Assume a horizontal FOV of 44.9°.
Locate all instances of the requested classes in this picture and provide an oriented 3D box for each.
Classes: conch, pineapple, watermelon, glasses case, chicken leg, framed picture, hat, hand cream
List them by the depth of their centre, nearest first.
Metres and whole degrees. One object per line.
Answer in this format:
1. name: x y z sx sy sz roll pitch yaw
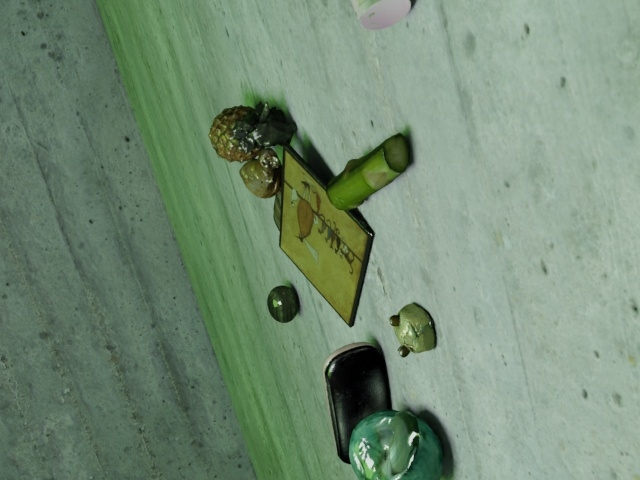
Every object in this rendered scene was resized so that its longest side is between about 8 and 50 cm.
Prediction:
1. hand cream: 0.031 -0.417 0.995 0.111 0.070 0.312 119 135 -68
2. hat: 0.146 0.148 1.265 0.076 0.059 0.077 29 133 55
3. conch: 0.143 0.386 1.429 0.196 0.134 0.202 -58 34 15
4. framed picture: 0.000 0.000 1.514 0.255 0.014 0.338 48 155 24
5. chicken leg: -0.114 -0.136 1.531 0.084 0.069 0.198 59 165 7
6. glasses case: 0.076 0.333 1.559 0.075 0.122 0.314 -127 23 -53
7. pineapple: -0.135 -0.220 1.569 0.248 0.128 0.128 5 115 63
8. watermelon: -0.093 0.159 1.906 0.078 0.078 0.110 52 156 41

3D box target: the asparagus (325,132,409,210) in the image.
1. asparagus: 0.074 -0.100 1.201 0.278 0.060 0.067 157 111 -71

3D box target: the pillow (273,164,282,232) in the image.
1. pillow: -0.072 -0.066 1.663 0.113 0.038 0.203 59 160 27
